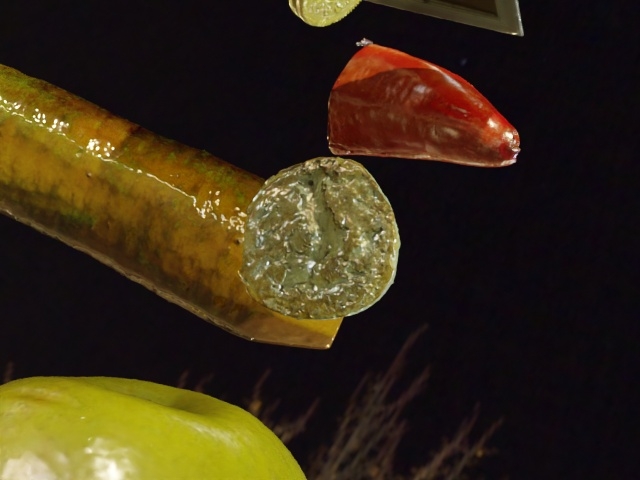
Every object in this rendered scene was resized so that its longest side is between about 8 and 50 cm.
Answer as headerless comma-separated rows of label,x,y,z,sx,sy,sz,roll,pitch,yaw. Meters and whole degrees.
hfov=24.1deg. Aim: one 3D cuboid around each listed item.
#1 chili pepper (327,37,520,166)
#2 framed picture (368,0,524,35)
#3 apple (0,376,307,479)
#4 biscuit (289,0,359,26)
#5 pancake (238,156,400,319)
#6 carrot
chili pepper,0.079,-0.082,1.051,0.169,0.065,0.088,23,-85,48
framed picture,0.007,-0.244,0.933,0.232,0.019,0.296,18,-22,22
apple,-0.086,0.136,0.603,0.196,0.196,0.157,11,-93,24
biscuit,0.011,-0.219,1.272,0.023,0.084,0.084,47,-39,27
pancake,0.000,-0.001,0.904,0.108,0.108,0.017,17,-13,18
carrot,-0.115,-0.019,1.068,0.302,0.114,0.114,25,-46,1
